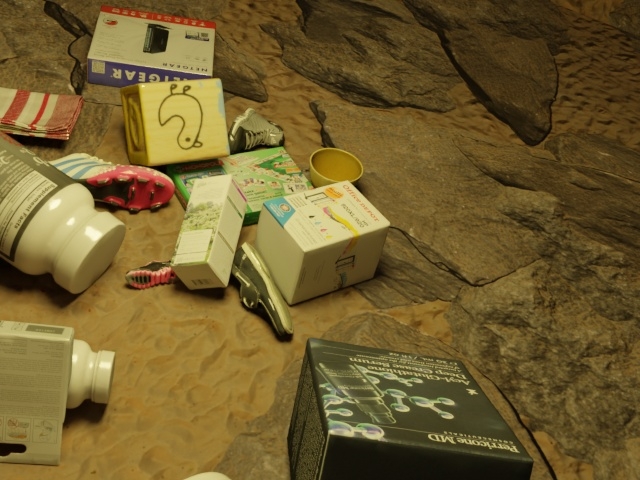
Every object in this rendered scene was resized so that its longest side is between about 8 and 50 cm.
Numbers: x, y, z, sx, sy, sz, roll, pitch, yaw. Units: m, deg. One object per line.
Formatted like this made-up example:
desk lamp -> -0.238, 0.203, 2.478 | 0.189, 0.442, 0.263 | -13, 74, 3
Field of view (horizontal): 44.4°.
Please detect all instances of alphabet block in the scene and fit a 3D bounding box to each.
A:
alphabet block -> -0.347, -0.281, 1.862 | 0.197, 0.192, 0.193 | -11, 10, -26

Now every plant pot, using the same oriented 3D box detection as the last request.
plant pot -> 0.030, -0.152, 1.954 | 0.134, 0.095, 0.134 | 9, 42, -8

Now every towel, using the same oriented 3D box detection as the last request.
towel -> -0.761, -0.325, 1.913 | 0.329, 0.037, 0.237 | 6, 30, -11

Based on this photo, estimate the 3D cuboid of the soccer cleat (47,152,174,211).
soccer cleat -> -0.499, -0.147, 1.771 | 0.331, 0.116, 0.143 | -1, 45, -17

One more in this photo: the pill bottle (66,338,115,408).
pill bottle -> -0.474, 0.229, 1.368 | 0.216, 0.121, 0.121 | 8, 42, -9

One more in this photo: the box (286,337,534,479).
box -> 0.114, 0.332, 1.248 | 0.294, 0.212, 0.395 | 10, 11, -7

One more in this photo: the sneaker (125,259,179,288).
sneaker -> -0.355, 0.065, 1.645 | 0.119, 0.047, 0.057 | -5, 39, -32

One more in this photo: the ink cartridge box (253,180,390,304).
ink cartridge box -> 0.000, 0.000, 1.725 | 0.233, 0.168, 0.171 | -17, 50, -32

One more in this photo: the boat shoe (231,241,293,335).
boat shoe -> -0.128, 0.113, 1.651 | 0.079, 0.084, 0.233 | -34, 62, 2

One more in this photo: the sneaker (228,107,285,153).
sneaker -> -0.159, -0.270, 2.019 | 0.132, 0.086, 0.228 | 22, 31, 0

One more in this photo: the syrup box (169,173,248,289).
syrup box -> -0.233, -0.020, 1.670 | 0.093, 0.096, 0.237 | -6, 52, 21

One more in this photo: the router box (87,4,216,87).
router box -> -0.470, -0.537, 2.228 | 0.335, 0.082, 0.301 | 6, 43, -11

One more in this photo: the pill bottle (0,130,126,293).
pill bottle -> -0.588, -0.061, 1.566 | 0.363, 0.210, 0.210 | 33, 44, 4

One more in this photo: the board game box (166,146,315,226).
board game box -> -0.185, -0.127, 1.899 | 0.317, 0.046, 0.213 | -13, 48, -28

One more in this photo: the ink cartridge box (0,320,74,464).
ink cartridge box -> -0.510, 0.247, 1.286 | 0.189, 0.232, 0.066 | 7, 20, -10

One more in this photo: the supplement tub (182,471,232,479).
supplement tub -> -0.127, 0.513, 1.082 | 0.235, 0.235, 0.325 | -26, 56, -37
